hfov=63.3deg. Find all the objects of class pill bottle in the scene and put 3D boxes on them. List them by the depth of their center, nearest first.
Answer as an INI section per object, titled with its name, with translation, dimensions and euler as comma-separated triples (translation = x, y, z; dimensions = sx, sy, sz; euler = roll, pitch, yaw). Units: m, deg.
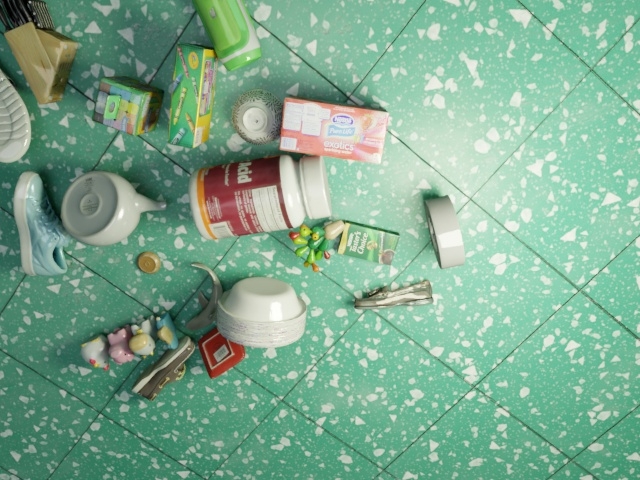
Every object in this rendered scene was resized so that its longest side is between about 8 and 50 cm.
[pill bottle]
translation = -0.174, -0.136, 1.565
dimensions = 0.393, 0.224, 0.223
euler = -9, 108, 5

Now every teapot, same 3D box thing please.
[teapot]
translation = -0.669, -0.089, 1.636
dimensions = 0.256, 0.187, 0.252
euler = 33, 89, 19

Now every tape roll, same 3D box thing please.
[tape roll]
translation = 0.376, -0.025, 1.577
dimensions = 0.072, 0.219, 0.219
euler = -13, 108, 8

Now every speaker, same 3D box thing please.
[speaker]
translation = -0.274, -0.636, 1.448
dimensions = 0.131, 0.131, 0.296
euler = -21, 107, 10

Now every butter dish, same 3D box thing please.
[butter dish]
translation = -0.325, 0.386, 1.818
dimensions = 0.160, 0.118, 0.159
euler = -36, 60, 13

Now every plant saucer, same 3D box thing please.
[plant saucer]
translation = -0.589, 0.079, 1.770
dimensions = 0.084, 0.015, 0.083
euler = 1, 109, 3

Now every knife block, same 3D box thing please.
[knife block]
translation = -0.857, -0.572, 1.520
dimensions = 0.242, 0.088, 0.275
euler = 26, 109, -5

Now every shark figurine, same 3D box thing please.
[shark figurine]
translation = -0.372, 0.205, 1.754
dimensions = 0.166, 0.116, 0.278
euler = 9, 111, -2

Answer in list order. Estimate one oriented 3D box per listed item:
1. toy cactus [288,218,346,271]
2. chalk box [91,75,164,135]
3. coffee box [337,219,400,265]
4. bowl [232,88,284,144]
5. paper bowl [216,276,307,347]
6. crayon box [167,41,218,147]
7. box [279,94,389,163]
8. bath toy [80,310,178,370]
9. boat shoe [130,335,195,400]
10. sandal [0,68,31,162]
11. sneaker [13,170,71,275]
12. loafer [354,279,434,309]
[toy cactus]
translation = 0.000, 0.000, 1.634
dimensions = 0.181, 0.112, 0.219
euler = -34, 141, -2
[chalk box]
translation = -0.561, -0.390, 1.501
dimensions = 0.132, 0.213, 0.132
euler = 20, 109, -4
[coffee box]
translation = 0.155, 0.009, 1.694
dimensions = 0.184, 0.040, 0.113
euler = 15, 109, -2
[bowl]
translation = -0.190, -0.366, 1.561
dimensions = 0.170, 0.080, 0.170
euler = 1, 109, 2
[paper bowl]
translation = -0.185, 0.213, 1.655
dimensions = 0.285, 0.284, 0.148
euler = 7, 106, 1
[crayon box]
translation = -0.368, -0.421, 1.506
dimensions = 0.081, 0.165, 0.278
euler = 11, 109, -1
[box]
translation = 0.039, -0.331, 1.528
dimensions = 0.300, 0.142, 0.154
euler = 7, 109, 0
[bath toy]
translation = -0.669, 0.365, 1.803
dimensions = 0.349, 0.151, 0.128
euler = -19, 100, 12
[boat shoe]
translation = -0.544, 0.462, 1.852
dimensions = 0.097, 0.116, 0.324
euler = 42, 110, -16
[sandal]
translation = -0.993, -0.437, 1.575
dimensions = 0.170, 0.102, 0.416
euler = -23, 94, -5
[sneaker]
translation = -0.888, -0.050, 1.691
dimensions = 0.150, 0.135, 0.365
euler = 5, 118, -7
[loafer]
translation = 0.242, 0.181, 1.736
dimensions = 0.268, 0.096, 0.084
euler = -4, 89, -3
